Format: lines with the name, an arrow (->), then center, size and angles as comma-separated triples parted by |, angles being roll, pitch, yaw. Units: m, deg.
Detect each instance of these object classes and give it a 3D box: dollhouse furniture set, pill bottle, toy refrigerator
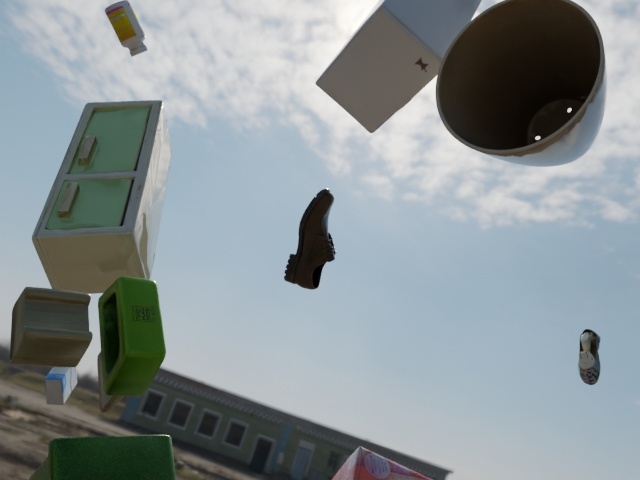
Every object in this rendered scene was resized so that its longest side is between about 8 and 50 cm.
dollhouse furniture set -> -0.279, 0.121, 0.445 | 0.302, 0.197, 0.151 | 12, -44, -36
pill bottle -> -0.317, -0.348, 1.015 | 0.043, 0.043, 0.083 | -3, -63, 47
toy refrigerator -> -0.245, -0.066, 0.731 | 0.102, 0.269, 0.094 | -2, -48, -3

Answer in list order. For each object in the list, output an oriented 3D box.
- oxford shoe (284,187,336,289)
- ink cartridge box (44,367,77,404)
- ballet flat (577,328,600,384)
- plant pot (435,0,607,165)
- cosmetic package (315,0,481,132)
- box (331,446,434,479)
oxford shoe -> 0.000, 0.000, 1.328 | 0.096, 0.227, 0.083 | 23, 20, 22
ink cartridge box -> -0.421, 0.226, 1.011 | 0.028, 0.048, 0.083 | 4, 19, -4
ballet flat -> 0.478, 0.204, 1.106 | 0.041, 0.114, 0.041 | 14, -44, 14
plant pot -> 0.371, -0.227, 1.041 | 0.257, 0.256, 0.274 | 3, -10, 37
cosmetic package -> 0.189, -0.452, 1.276 | 0.161, 0.453, 0.230 | 39, -41, -11
box -> 0.047, 0.440, 0.837 | 0.154, 0.142, 0.300 | 26, -54, -4
